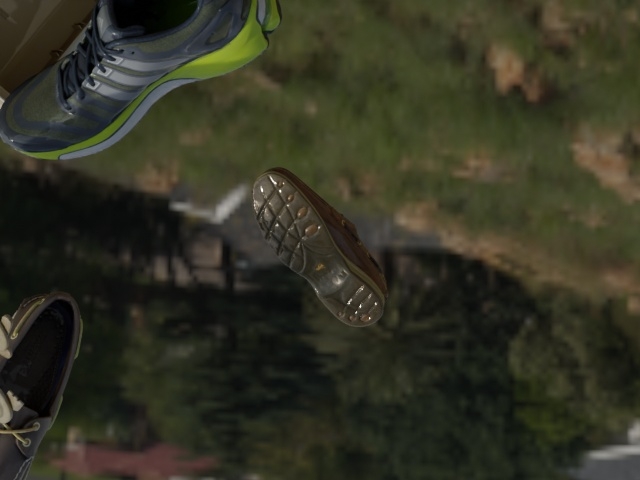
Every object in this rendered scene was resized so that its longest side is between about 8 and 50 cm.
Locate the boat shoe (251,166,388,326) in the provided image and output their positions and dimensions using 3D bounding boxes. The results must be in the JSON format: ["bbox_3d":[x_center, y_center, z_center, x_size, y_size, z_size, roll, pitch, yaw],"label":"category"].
[{"bbox_3d":[0.001,0.000,1.656,0.064,0.060,0.178,-28,110,32],"label":"boat shoe"}]

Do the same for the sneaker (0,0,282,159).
[{"bbox_3d":[-0.191,-0.180,1.661,0.300,0.111,0.121,-31,151,16],"label":"sneaker"}]

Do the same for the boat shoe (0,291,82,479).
[{"bbox_3d":[-0.395,0.215,2.278,0.116,0.324,0.097,27,158,-15],"label":"boat shoe"}]

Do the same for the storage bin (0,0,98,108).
[{"bbox_3d":[-0.336,-0.305,1.874,0.260,0.262,0.123,42,168,-22],"label":"storage bin"}]

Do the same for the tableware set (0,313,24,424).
[{"bbox_3d":[-0.271,0.057,1.248,0.168,0.020,0.141,37,149,14],"label":"tableware set"}]
